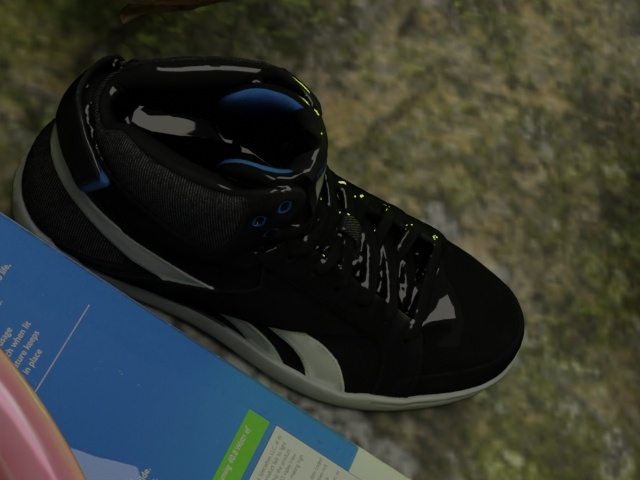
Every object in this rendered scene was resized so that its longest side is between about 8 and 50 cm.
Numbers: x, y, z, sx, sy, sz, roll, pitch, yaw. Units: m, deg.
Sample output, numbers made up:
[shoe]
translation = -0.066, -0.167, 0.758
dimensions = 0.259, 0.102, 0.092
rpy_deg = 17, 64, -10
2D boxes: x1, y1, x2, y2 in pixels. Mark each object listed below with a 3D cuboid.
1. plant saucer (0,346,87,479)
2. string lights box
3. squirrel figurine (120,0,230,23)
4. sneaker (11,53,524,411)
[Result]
[plant saucer]
translation = -0.214, 0.132, 0.412
dimensions = 0.332, 0.084, 0.332
rpy_deg = 0, 89, -11
[string lights box]
translation = -0.106, 0.078, 0.537
dimensions = 0.260, 0.077, 0.133
rpy_deg = 34, 60, -9
[squirrel figurine]
translation = -0.121, -0.253, 0.539
dimensions = 0.370, 0.281, 0.397
rpy_deg = 4, 63, -19
[sneaker]
translation = 0.000, 0.000, 0.591
dimensions = 0.217, 0.121, 0.079
rpy_deg = 19, 64, -17
